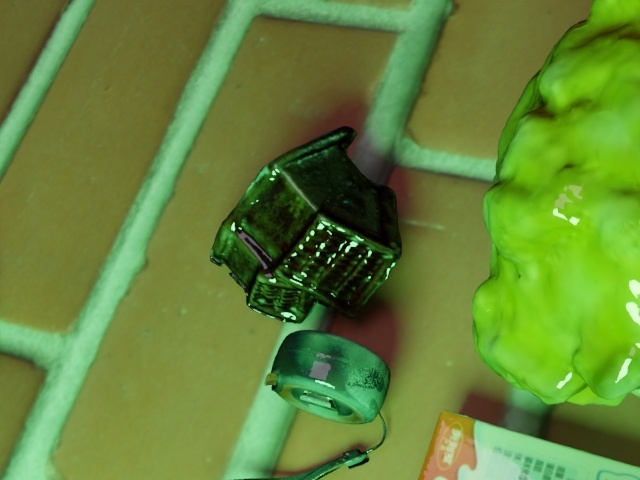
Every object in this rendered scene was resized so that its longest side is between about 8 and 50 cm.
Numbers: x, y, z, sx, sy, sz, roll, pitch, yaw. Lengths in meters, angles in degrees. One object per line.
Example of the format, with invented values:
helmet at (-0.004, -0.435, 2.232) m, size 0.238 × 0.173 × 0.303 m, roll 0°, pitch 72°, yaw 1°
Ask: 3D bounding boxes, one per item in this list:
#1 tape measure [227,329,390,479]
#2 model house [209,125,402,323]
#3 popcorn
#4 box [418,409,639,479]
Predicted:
tape measure at (-0.021, 0.160, 0.832) m, size 0.104 × 0.107 × 0.180 m, roll 28°, pitch 71°, yaw 25°
model house at (-0.004, 0.005, 0.927) m, size 0.152 × 0.106 × 0.165 m, roll 50°, pitch 121°, yaw 21°
popcorn at (0.227, -0.036, 0.717) m, size 0.293 × 0.334 × 0.292 m, roll -14°, pitch 70°, yaw -19°
box at (0.171, 0.286, 0.736) m, size 0.264 × 0.048 × 0.273 m, roll 14°, pitch 67°, yaw 24°
